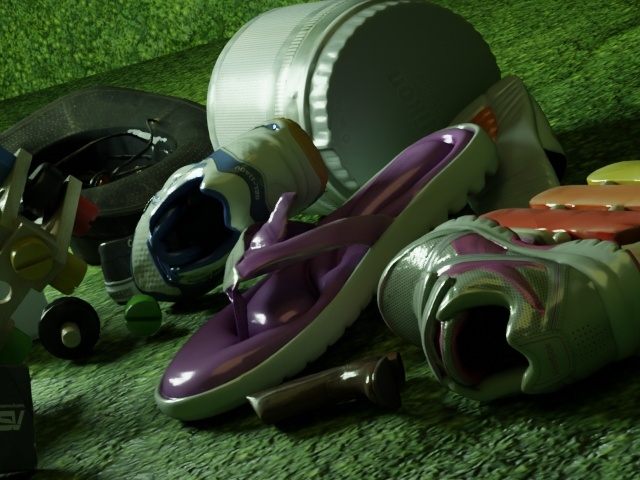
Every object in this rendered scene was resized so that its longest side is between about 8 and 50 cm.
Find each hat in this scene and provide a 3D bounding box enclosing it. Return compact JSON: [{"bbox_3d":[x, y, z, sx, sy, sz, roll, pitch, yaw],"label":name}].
[{"bbox_3d":[-0.247,-0.055,2.172,0.331,0.134,0.331,-9,30,5],"label":"hat"}]

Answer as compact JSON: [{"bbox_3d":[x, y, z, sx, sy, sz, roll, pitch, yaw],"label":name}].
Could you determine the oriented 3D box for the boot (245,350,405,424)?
[{"bbox_3d":[0.000,0.110,1.328,0.114,0.037,0.106,-14,0,10],"label":"boot"}]

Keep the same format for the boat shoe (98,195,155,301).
[{"bbox_3d":[-0.162,-0.011,1.983,0.080,0.076,0.228,-10,16,36],"label":"boat shoe"}]

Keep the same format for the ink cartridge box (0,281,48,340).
[{"bbox_3d":[-0.409,0.020,1.954,0.114,0.197,0.273,-26,15,-32],"label":"ink cartridge box"}]

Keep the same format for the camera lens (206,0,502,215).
[{"bbox_3d":[0.029,-0.132,1.879,0.219,0.219,0.274,-26,14,-25],"label":"camera lens"}]

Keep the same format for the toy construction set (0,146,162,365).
[{"bbox_3d":[-0.311,0.025,1.618,0.257,0.309,0.237,-28,18,-1],"label":"toy construction set"}]

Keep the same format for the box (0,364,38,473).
[{"bbox_3d":[-0.446,0.145,1.363,0.318,0.097,0.395,-11,-9,25],"label":"box"}]

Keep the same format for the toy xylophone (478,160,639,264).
[{"bbox_3d":[0.243,-0.028,1.442,0.323,0.081,0.236,-28,15,-33],"label":"toy xylophone"}]

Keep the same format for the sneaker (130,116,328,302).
[{"bbox_3d":[-0.120,-0.014,1.709,0.131,0.112,0.296,-32,-6,-39],"label":"sneaker"}]

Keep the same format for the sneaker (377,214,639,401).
[{"bbox_3d":[0.107,0.049,1.280,0.111,0.103,0.252,-25,13,-30],"label":"sneaker"}]

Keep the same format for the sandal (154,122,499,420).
[{"bbox_3d":[-0.011,0.003,1.555,0.169,0.102,0.416,-16,20,46],"label":"sandal"}]

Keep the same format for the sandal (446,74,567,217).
[{"bbox_3d":[0.175,-0.051,1.679,0.102,0.076,0.265,-38,29,17],"label":"sandal"}]
